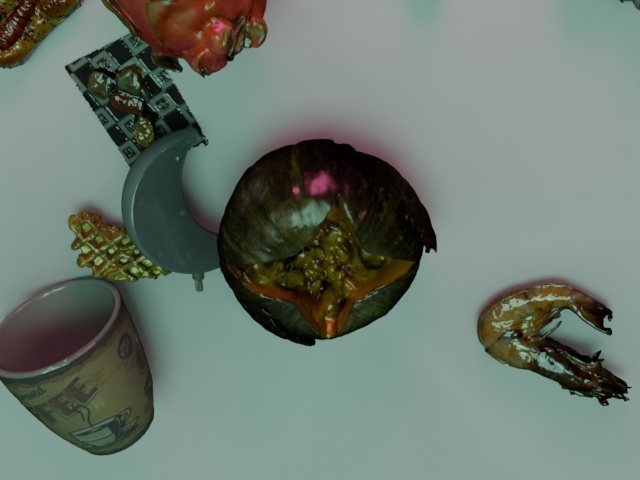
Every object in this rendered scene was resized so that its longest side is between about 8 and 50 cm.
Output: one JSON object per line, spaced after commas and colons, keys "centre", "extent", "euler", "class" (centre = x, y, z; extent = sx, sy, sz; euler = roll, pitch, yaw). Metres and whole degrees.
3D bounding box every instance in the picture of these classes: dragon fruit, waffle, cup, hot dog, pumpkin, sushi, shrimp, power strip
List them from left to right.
{"centre": [-0.416, -0.320, 1.184], "extent": [0.191, 0.059, 0.108], "euler": [-36, 117, 21], "class": "hot dog"}
{"centre": [-0.424, 0.225, 1.441], "extent": [0.301, 0.227, 0.257], "euler": [9, 131, 33], "class": "cup"}
{"centre": [-0.299, -0.008, 1.362], "extent": [0.194, 0.051, 0.148], "euler": [-3, 114, -1], "class": "waffle"}
{"centre": [-0.272, -0.193, 1.262], "extent": [0.139, 0.031, 0.201], "euler": [-22, 117, 16], "class": "sushi"}
{"centre": [-0.209, -0.033, 1.298], "extent": [0.168, 0.054, 0.253], "euler": [-32, 123, -16], "class": "power strip"}
{"centre": [-0.162, -0.330, 1.072], "extent": [0.224, 0.224, 0.227], "euler": [-29, 110, 19], "class": "dragon fruit"}
{"centre": [0.000, 0.000, 1.256], "extent": [0.321, 0.192, 0.320], "euler": [-4, 127, -6], "class": "pumpkin"}
{"centre": [0.407, 0.158, 1.411], "extent": [0.289, 0.075, 0.178], "euler": [25, 118, 4], "class": "shrimp"}

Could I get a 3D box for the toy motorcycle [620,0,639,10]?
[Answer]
{"centre": [0.443, -0.380, 1.055], "extent": [0.297, 0.109, 0.198], "euler": [2, 119, 2], "class": "toy motorcycle"}
